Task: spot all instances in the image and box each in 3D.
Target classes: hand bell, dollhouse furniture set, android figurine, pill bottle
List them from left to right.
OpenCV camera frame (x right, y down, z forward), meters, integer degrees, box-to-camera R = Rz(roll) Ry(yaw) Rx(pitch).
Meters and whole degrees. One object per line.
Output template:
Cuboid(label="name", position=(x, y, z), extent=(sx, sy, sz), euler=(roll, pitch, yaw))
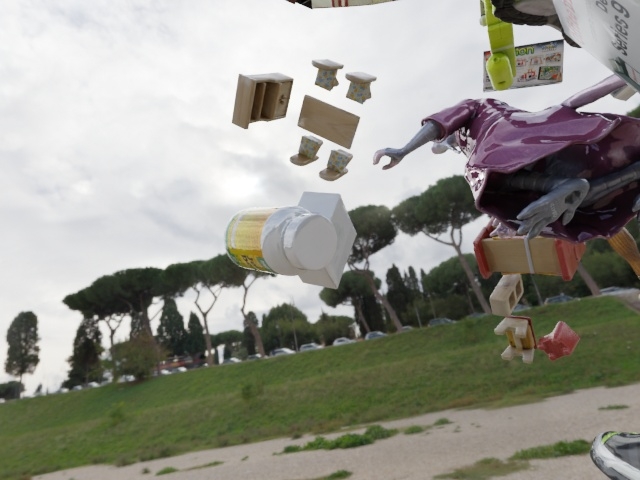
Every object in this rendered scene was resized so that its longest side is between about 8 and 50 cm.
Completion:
Cuboid(label="pill bottle", position=(-0.070, 0.000, 0.705), extent=(0.118, 0.117, 0.208), euler=(7, -2, -39))
Cuboid(label="dollhouse furniture set", position=(-0.066, -0.438, 1.433), extent=(0.256, 0.394, 0.362), euler=(-38, -28, -53))
Cuboid(label="android figurine", position=(0.353, -0.437, 0.825), extent=(0.056, 0.248, 0.273), euler=(-7, -9, 28))
Cuboid(label="dollhouse furniture set", position=(0.537, 0.121, 1.021), extent=(0.201, 0.374, 0.152), euler=(-1, 28, 46))
Cuboid(label="hand bell", position=(0.627, 0.058, 0.799), extent=(0.126, 0.242, 0.126), euler=(-24, -15, -7))

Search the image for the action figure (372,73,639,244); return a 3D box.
Cuboid(label="action figure", position=(0.253, -0.145, 0.567), extent=(0.248, 0.370, 0.275), euler=(22, -65, -19))

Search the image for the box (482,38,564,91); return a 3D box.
Cuboid(label="box", position=(0.578, -0.498, 1.183), extent=(0.207, 0.114, 0.036), euler=(2, 10, 24))

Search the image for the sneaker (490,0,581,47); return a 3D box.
Cuboid(label="sneaker", position=(0.381, -0.385, 0.615), extent=(0.300, 0.121, 0.111), euler=(4, -9, -26))

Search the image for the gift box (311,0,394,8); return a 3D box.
Cuboid(label="gift box", position=(0.120, -0.766, 1.074), extent=(0.276, 0.255, 0.258), euler=(-36, -48, -36))

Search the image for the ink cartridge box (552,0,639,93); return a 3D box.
Cuboid(label="ink cartridge box", position=(0.301, -0.142, 0.274), extent=(0.121, 0.289, 0.211), euler=(-46, -25, 29))

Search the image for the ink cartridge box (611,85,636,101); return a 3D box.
Cuboid(label="ink cartridge box", position=(0.797, -0.398, 1.070), extent=(0.115, 0.029, 0.063), euler=(-10, -29, -41))

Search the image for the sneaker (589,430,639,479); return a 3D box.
Cuboid(label="sneaker", position=(0.300, 0.182, 0.317), extent=(0.097, 0.084, 0.235), euler=(-53, -16, -1))

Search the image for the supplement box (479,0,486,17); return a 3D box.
Cuboid(label="supplement box", position=(0.483, -0.669, 1.150), extent=(0.056, 0.083, 0.083), euler=(1, 19, 36))

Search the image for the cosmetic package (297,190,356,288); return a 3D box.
Cuboid(label="cosmetic package", position=(0.000, 0.000, 1.325), extent=(0.138, 0.224, 0.224), euler=(7, -31, 26))

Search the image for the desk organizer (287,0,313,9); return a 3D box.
Cuboid(label="desk organizer", position=(-0.059, -0.735, 1.241), extent=(0.130, 0.047, 0.050), euler=(2, -47, -35))
